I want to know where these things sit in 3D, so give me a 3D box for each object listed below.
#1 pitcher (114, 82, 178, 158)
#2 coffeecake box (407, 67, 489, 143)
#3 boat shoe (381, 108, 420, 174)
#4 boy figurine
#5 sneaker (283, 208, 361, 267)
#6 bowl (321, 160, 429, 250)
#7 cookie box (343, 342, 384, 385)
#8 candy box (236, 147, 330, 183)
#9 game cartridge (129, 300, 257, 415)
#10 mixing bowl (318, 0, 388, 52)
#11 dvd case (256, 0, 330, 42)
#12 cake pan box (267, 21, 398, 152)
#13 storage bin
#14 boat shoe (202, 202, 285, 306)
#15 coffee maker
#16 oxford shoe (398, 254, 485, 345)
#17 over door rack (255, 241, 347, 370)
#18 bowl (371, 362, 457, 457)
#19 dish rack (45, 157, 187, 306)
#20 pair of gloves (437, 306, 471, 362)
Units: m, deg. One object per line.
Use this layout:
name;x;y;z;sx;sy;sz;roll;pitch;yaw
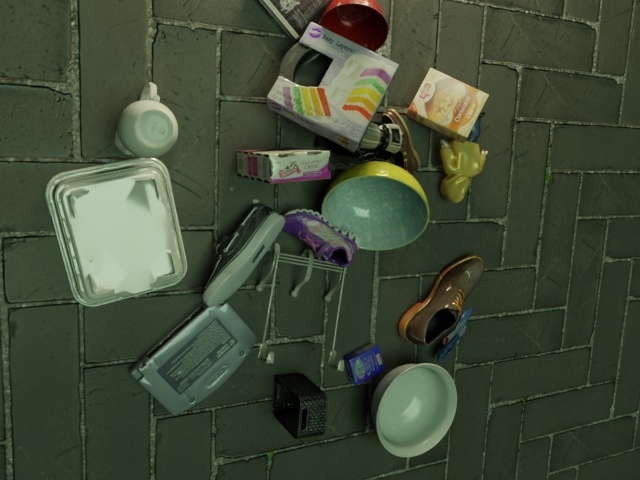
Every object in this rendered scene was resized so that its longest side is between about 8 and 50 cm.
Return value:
pitcher;-0.388;-0.273;1.357;0.126;0.207;0.177;13;92;-29
coffeecake box;0.365;-0.388;1.746;0.186;0.068;0.142;27;86;7
boat shoe;0.222;-0.274;1.743;0.073;0.073;0.207;-37;114;-18
boy figurine;0.434;-0.256;1.846;0.177;0.092;0.285;1;100;-28
sneaker;0.000;0.000;1.637;0.237;0.095;0.104;25;47;-16
bowl;0.153;-0.122;1.671;0.289;0.289;0.156;36;40;-28
cookie box;0.133;0.374;1.838;0.107;0.040;0.091;-22;108;-22
candy box;-0.097;-0.189;1.505;0.159;0.233;0.071;-8;103;-25
game cartridge;-0.320;0.304;1.588;0.297;0.062;0.198;-42;119;-14
mixing bowl;0.087;-0.578;1.580;0.182;0.181;0.098;21;57;-29
dvd case;-0.056;-0.650;1.562;0.164;0.018;0.221;45;78;-28
cake pan box;0.027;-0.389;1.522;0.267;0.070;0.245;28;75;2
storage bin;-0.059;0.454;1.676;0.084;0.180;0.122;0;99;-28
boat shoe;-0.219;0.031;1.563;0.102;0.108;0.301;33;79;17
coffee maker;0.110;-0.282;1.655;0.178;0.171;0.120;2;105;-44
oxford shoe;0.410;0.194;1.893;0.363;0.133;0.130;-47;116;-12
over door rack;-0.054;0.183;1.653;0.240;0.108;0.324;11;74;-29
bowl;0.265;0.502;1.877;0.298;0.134;0.297;-6;103;-27
dish rack;-0.470;-0.015;1.442;0.286;0.072;0.332;-16;107;-25
pair of gloves;0.426;0.303;1.934;0.159;0.023;0.198;-40;152;-31
